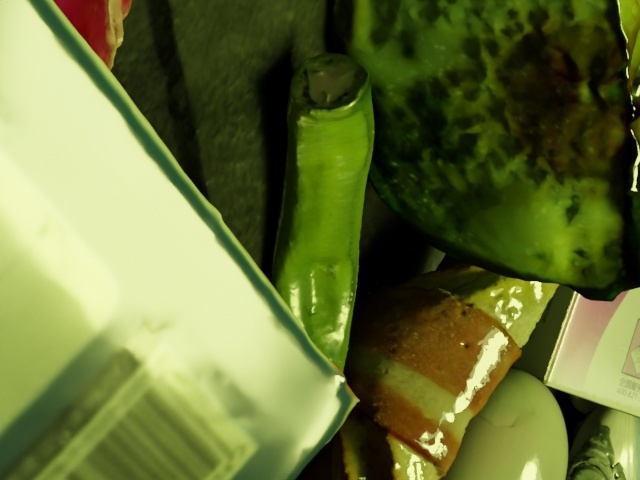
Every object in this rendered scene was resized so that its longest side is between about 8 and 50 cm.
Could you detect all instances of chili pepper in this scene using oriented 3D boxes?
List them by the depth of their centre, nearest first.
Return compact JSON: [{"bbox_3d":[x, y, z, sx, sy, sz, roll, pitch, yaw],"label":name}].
[{"bbox_3d":[0.000,0.000,0.743,0.052,0.050,0.202,-22,132,-33],"label":"chili pepper"}]

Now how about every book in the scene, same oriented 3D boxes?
[{"bbox_3d":[-0.187,0.014,0.261,0.300,0.039,0.428,-45,132,-12],"label":"book"}]

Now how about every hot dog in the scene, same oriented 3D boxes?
[{"bbox_3d":[0.049,0.078,0.842,0.261,0.093,0.123,-55,174,-17],"label":"hot dog"}]

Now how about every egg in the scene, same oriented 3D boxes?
[{"bbox_3d":[0.112,0.150,0.995,0.103,0.103,0.135,11,99,-62],"label":"egg"}]

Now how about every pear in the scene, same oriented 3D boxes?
[{"bbox_3d":[0.136,-0.140,0.768,0.255,0.164,0.238,-50,138,-39],"label":"pear"}]

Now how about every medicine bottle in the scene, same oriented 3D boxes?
[{"bbox_3d":[0.243,0.046,1.103,0.201,0.052,0.171,21,90,-33],"label":"medicine bottle"}]

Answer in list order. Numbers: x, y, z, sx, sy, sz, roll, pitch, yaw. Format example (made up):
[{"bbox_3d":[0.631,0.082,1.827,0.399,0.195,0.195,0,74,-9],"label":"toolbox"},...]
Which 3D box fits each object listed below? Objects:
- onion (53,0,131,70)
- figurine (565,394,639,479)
[{"bbox_3d":[-0.147,-0.036,0.371,0.250,0.111,0.247,-61,143,-9],"label":"onion"},{"bbox_3d":[0.262,0.168,1.255,0.184,0.128,0.209,-33,133,-50],"label":"figurine"}]
